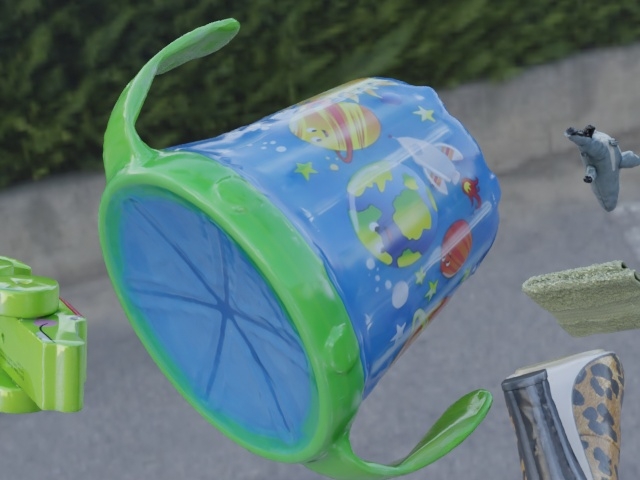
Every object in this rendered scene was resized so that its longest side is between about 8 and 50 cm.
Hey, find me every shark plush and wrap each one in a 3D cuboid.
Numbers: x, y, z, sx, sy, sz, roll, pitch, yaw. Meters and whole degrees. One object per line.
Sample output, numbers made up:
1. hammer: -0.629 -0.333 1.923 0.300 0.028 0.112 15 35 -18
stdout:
1. shark plush: 0.331 -0.092 1.564 0.073 0.067 0.161 14 -14 23

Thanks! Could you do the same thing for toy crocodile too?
1. toy crocodile: -0.279 0.081 1.234 0.105 0.115 0.340 -4 10 -29

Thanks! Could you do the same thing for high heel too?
1. high heel: 0.214 0.189 1.080 0.093 0.186 0.261 -18 -6 23

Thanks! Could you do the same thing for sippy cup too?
1. sippy cup: 0.000 0.000 0.938 0.240 0.306 0.224 20 46 42

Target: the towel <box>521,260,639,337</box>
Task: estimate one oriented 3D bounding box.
1. towel: 0.296 0.065 1.405 0.148 0.110 0.027 -11 48 48
